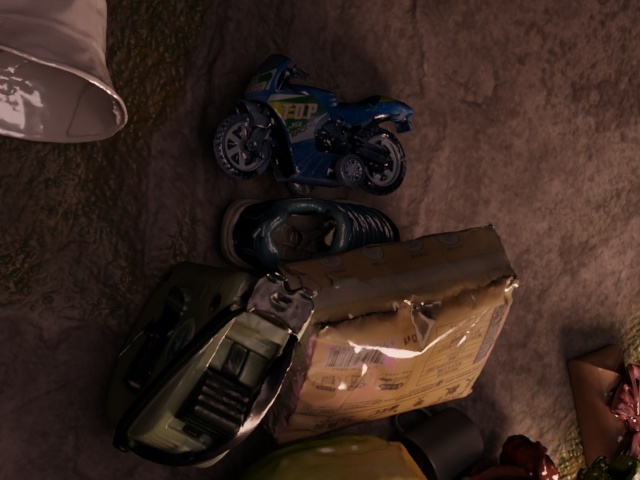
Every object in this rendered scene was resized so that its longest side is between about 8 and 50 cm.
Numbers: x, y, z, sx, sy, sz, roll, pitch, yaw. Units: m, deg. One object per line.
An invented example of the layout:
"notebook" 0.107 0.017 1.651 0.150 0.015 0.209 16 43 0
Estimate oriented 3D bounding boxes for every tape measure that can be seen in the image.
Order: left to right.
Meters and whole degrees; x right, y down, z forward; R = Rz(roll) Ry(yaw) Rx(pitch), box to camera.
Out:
"tape measure" -0.120 0.120 1.212 0.115 0.235 0.207 33 78 -23

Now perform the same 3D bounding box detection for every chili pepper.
"chili pepper" 0.424 0.342 1.567 0.085 0.076 0.359 -35 135 18

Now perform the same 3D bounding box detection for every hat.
"hat" -0.265 -0.182 1.167 0.203 0.203 0.126 20 65 -28

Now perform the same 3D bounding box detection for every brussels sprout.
"brussels sprout" 0.009 0.339 1.305 0.294 0.227 0.259 -44 116 -9

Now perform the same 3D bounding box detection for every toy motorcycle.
"toy motorcycle" -0.004 -0.120 1.343 0.254 0.092 0.135 6 82 -37

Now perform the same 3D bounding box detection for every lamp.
"lamp" 0.223 0.342 1.456 0.223 0.151 0.215 -30 116 -20

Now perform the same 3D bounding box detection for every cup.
"cup" 0.128 0.227 1.450 0.077 0.078 0.100 -29 76 -28

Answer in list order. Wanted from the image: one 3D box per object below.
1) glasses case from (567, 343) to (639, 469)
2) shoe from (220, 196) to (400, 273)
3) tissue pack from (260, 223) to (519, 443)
"glasses case" 0.381 0.227 1.579 0.102 0.070 0.193 -18 102 -27
"shoe" 0.000 0.000 1.342 0.207 0.106 0.091 3 94 -33
"tissue pack" 0.068 0.102 1.335 0.256 0.123 0.215 -9 140 -25
